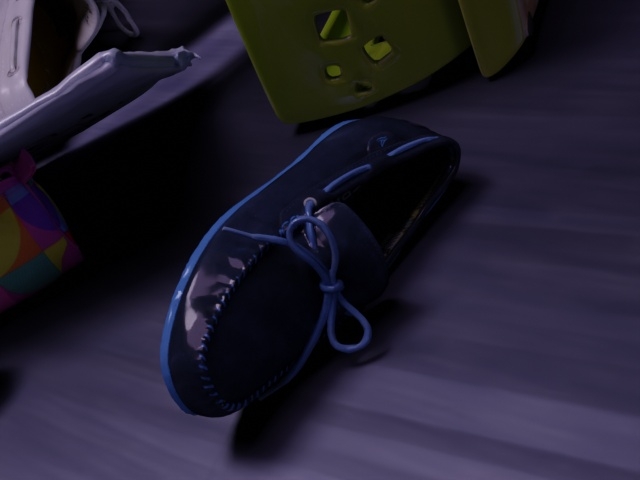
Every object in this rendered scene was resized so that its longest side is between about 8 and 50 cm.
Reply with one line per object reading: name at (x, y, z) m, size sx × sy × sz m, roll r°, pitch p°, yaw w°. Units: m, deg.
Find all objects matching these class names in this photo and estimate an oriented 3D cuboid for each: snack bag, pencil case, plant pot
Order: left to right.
pencil case at (-0.297, 0.029, 0.954) m, size 0.236 × 0.104 × 0.104 m, roll -35°, pitch 32°, yaw -4°
snack bag at (-0.269, -0.069, 0.992) m, size 0.342 × 0.037 × 0.323 m, roll -30°, pitch 5°, yaw 7°
plant pot at (0.056, -0.247, 0.957) m, size 0.207 × 0.228 × 0.227 m, roll -3°, pitch 39°, yaw 24°

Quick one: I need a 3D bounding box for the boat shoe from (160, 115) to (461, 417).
boat shoe at (0.000, 0.000, 0.755) m, size 0.089 × 0.109 × 0.258 m, roll 4°, pitch 46°, yaw 37°

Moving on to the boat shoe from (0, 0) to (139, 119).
boat shoe at (-0.261, -0.230, 1.264) m, size 0.156 × 0.136 × 0.367 m, roll -16°, pitch 37°, yaw 21°
